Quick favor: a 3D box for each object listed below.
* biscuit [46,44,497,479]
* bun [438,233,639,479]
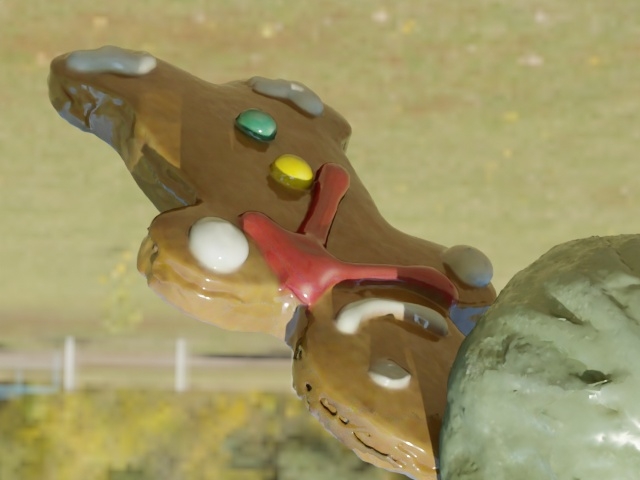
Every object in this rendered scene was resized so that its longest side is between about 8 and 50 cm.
[{"bbox_3d":[0.000,0.000,1.022,0.216,0.047,0.339,7,-148,-32],"label":"biscuit"},{"bbox_3d":[0.161,0.092,0.877,0.212,0.204,0.126,29,159,-13],"label":"bun"}]
